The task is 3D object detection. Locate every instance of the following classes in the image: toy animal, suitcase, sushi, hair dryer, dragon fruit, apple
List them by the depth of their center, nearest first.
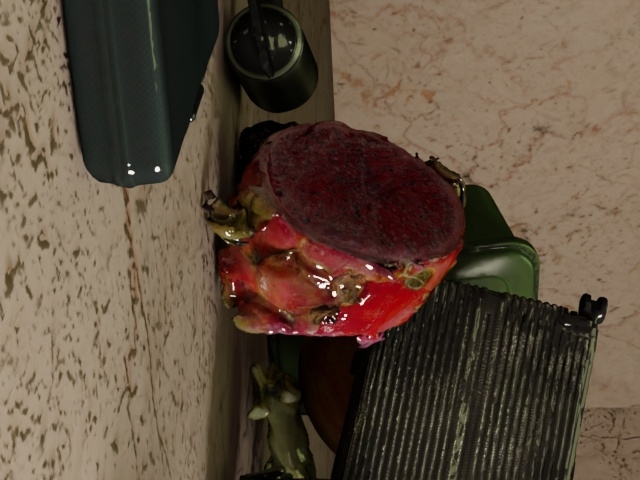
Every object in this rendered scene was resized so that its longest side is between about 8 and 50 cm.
[{"bbox_3d":[0.000,0.000,1.262,0.211,0.282,0.147,54,-42,32],"label":"dragon fruit"},{"bbox_3d":[-0.061,-0.261,1.344,0.195,0.078,0.248,60,21,-82],"label":"hair dryer"},{"bbox_3d":[0.132,0.199,1.380,0.152,0.229,0.335,106,-3,-79],"label":"suitcase"},{"bbox_3d":[-0.045,-0.061,1.396,0.094,0.098,0.084,59,21,-44],"label":"sushi"},{"bbox_3d":[-0.046,0.199,1.531,0.136,0.073,0.181,-110,-173,-77],"label":"toy animal"},{"bbox_3d":[0.082,0.154,1.565,0.211,0.211,0.188,-42,110,-85],"label":"apple"}]

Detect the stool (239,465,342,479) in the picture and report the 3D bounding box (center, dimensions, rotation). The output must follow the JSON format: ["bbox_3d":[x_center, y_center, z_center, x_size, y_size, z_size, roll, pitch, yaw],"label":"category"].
[{"bbox_3d":[-0.015,0.275,1.218,0.228,0.153,0.139,-9,99,-86],"label":"stool"}]

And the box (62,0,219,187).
[{"bbox_3d":[-0.096,-0.145,0.783,0.230,0.050,0.160,-85,173,-61],"label":"box"}]

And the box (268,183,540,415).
[{"bbox_3d":[0.094,0.069,1.752,0.178,0.328,0.253,-100,-174,-51],"label":"box"}]
